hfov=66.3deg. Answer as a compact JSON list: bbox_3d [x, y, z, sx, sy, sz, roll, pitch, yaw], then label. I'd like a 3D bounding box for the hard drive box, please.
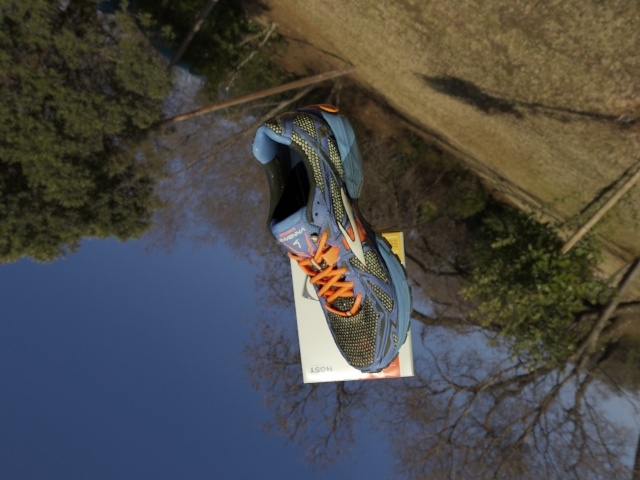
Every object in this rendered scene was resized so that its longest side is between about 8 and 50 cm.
[{"bbox_3d":[0.052,0.101,0.804,0.181,0.232,0.089,-6,-172,5],"label":"hard drive box"}]

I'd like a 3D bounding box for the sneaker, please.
[{"bbox_3d":[0.000,0.000,0.384,0.087,0.083,0.221,-13,-100,-50],"label":"sneaker"}]
